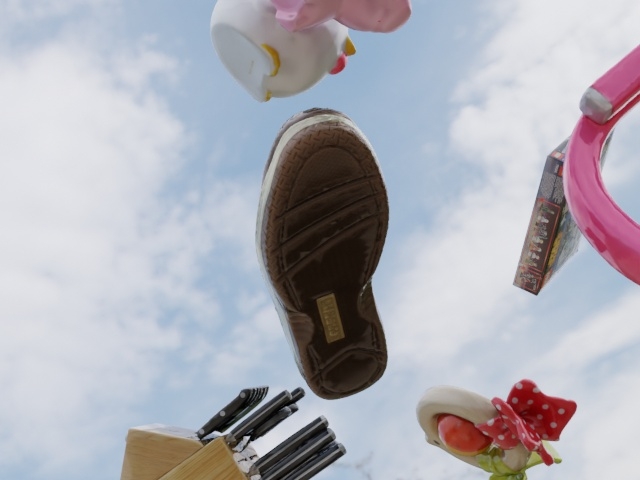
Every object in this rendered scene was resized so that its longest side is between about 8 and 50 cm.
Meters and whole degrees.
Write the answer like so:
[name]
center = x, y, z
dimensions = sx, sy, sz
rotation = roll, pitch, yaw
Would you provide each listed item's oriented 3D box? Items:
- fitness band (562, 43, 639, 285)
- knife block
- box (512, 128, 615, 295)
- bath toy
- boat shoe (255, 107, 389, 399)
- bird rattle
[fitness band]
center = 0.317, -0.076, 0.917
dimensions = 0.291, 0.209, 0.054
rotation = -37, -22, -18
[knife block]
center = -0.097, 0.287, 1.342
dimensions = 0.242, 0.275, 0.088
rotation = 9, -2, 15
[box]
center = 0.213, -0.030, 1.078
dimensions = 0.094, 0.027, 0.137
rotation = -38, -34, -47
[bath toy]
center = 0.023, -0.219, 0.925
dimensions = 0.129, 0.151, 0.348
rotation = -41, -4, -28
[boat shoe]
center = -0.008, 0.002, 0.886
dimensions = 0.095, 0.095, 0.257
rotation = -14, -47, -13
[bird rattle]
center = 0.218, 0.261, 1.621
dimensions = 0.207, 0.143, 0.253
rotation = 19, -22, 21
